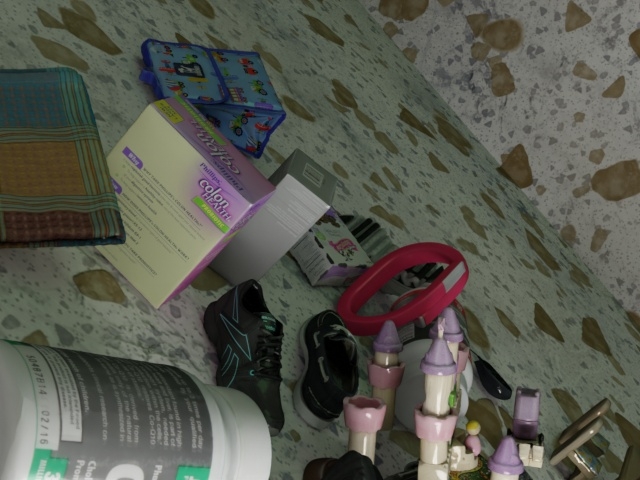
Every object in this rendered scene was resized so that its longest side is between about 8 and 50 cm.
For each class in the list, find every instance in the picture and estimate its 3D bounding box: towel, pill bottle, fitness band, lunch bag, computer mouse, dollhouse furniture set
[{"bbox_3d":[-0.443,-0.129,1.436,0.271,0.040,0.370,-3,46,-25],"label":"towel"},{"bbox_3d":[0.205,0.223,1.896,0.161,0.161,0.283,38,24,-15],"label":"pill bottle"},{"bbox_3d":[0.161,0.094,1.939,0.291,0.209,0.054,-39,118,-35],"label":"fitness band"},{"bbox_3d":[-0.236,0.229,1.104,0.361,0.204,0.204,17,35,-47],"label":"pill bottle"},{"bbox_3d":[-0.252,-0.318,2.131,0.293,0.138,0.221,10,40,-34],"label":"lunch bag"},{"bbox_3d":[0.333,0.262,2.213,0.242,0.041,0.071,51,14,31],"label":"computer mouse"},{"bbox_3d":[0.691,0.521,2.082,0.362,0.256,0.394,49,23,8],"label":"dollhouse furniture set"}]

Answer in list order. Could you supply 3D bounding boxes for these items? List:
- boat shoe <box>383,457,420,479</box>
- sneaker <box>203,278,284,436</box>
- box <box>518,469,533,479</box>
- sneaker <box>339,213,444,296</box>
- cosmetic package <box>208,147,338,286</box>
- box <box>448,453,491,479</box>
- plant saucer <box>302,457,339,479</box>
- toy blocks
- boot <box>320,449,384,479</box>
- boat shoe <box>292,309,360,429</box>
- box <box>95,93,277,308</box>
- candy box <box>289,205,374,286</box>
[{"bbox_3d":[0.177,0.394,1.672,0.070,0.078,0.219,55,27,20],"label":"boat shoe"},{"bbox_3d":[-0.106,0.174,1.539,0.101,0.106,0.267,22,33,-44],"label":"sneaker"},{"bbox_3d":[0.378,0.454,1.978,0.083,0.018,0.067,49,24,10],"label":"box"},{"bbox_3d":[0.126,0.048,2.149,0.292,0.118,0.110,36,47,25],"label":"sneaker"},{"bbox_3d":[-0.087,-0.033,1.751,0.107,0.238,0.127,37,27,-12],"label":"cosmetic package"},{"bbox_3d":[0.235,0.415,1.552,0.159,0.044,0.233,37,25,23],"label":"box"},{"bbox_3d":[0.046,0.394,1.518,0.168,0.029,0.168,37,25,-20],"label":"plant saucer"},{"bbox_3d":[0.209,0.223,1.579,0.308,0.260,0.288,6,10,11],"label":"toy blocks"},{"bbox_3d":[0.179,0.530,1.359,0.445,0.146,0.367,34,31,-19],"label":"boot"},{"bbox_3d":[0.025,0.202,1.722,0.114,0.091,0.303,37,25,-18],"label":"boat shoe"},{"bbox_3d":[-0.233,-0.061,1.545,0.213,0.243,0.117,45,23,2],"label":"box"},{"bbox_3d":[0.000,0.000,2.044,0.164,0.070,0.196,6,44,-57],"label":"candy box"}]
